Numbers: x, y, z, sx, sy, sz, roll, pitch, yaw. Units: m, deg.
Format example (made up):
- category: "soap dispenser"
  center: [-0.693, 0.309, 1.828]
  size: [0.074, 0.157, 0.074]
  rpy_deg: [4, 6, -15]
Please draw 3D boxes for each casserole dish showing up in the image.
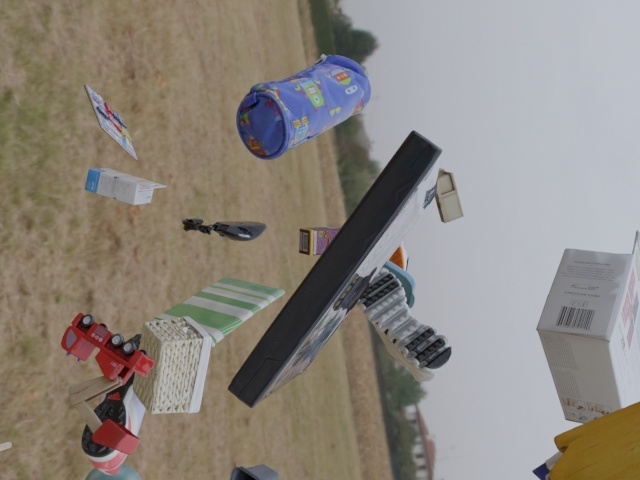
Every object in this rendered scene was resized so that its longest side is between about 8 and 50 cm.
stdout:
- category: "casserole dish"
  center: [0.160, 0.096, 1.586]
  size: [0.188, 0.037, 0.114]
  rpy_deg: [33, -46, 29]

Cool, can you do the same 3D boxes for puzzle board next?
- category: "puzzle board"
  center: [-0.363, -0.206, 1.148]
  size: [0.096, 0.011, 0.128]
  rpy_deg: [62, 2, 22]

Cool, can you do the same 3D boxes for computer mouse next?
- category: "computer mouse"
  center: [-0.313, -0.032, 2.100]
  size: [0.262, 0.184, 0.060]
  rpy_deg: [-3, 101, -43]

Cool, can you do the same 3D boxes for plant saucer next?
- category: "plant saucer"
  center: [-0.584, 0.720, 1.829]
  size: [0.037, 0.195, 0.195]
  rpy_deg: [11, 70, -82]

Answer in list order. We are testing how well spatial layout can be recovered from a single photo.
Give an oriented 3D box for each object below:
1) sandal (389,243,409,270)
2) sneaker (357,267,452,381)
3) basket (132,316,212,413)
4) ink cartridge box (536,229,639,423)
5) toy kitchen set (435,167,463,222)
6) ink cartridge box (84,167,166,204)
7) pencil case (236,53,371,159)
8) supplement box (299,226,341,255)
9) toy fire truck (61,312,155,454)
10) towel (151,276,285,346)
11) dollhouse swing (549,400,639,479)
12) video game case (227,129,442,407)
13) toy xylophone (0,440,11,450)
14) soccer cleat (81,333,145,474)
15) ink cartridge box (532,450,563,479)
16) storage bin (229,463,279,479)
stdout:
- category: "sandal"
  center: [0.216, 0.045, 1.926]
  size: [0.076, 0.102, 0.265]
  rpy_deg: [35, 54, -50]
- category: "sneaker"
  center: [0.149, 0.171, 1.365]
  size: [0.292, 0.110, 0.118]
  rpy_deg: [54, -20, 27]
- category: "basket"
  center: [-0.292, 0.245, 1.279]
  size: [0.113, 0.103, 0.167]
  rpy_deg: [27, -70, 49]
- category: "ink cartridge box"
  center: [0.549, 0.171, 1.281]
  size: [0.272, 0.130, 0.309]
  rpy_deg: [-57, 135, -32]
- category: "toy kitchen set"
  center: [0.173, -0.069, 1.049]
  size: [0.083, 0.068, 0.075]
  rpy_deg: [-135, -154, -74]
- category: "ink cartridge box"
  center: [-0.515, -0.139, 1.739]
  size: [0.104, 0.180, 0.060]
  rpy_deg: [-33, 140, -77]
- category: "pencil case"
  center: [-0.026, -0.255, 1.204]
  size: [0.306, 0.119, 0.133]
  rpy_deg: [-39, 103, -47]
- category: "supplement box"
  center: [0.000, 0.000, 1.370]
  size: [0.043, 0.083, 0.055]
  rpy_deg: [12, -78, 52]
- category: "toy fire truck"
  center: [-0.311, 0.200, 0.934]
  size: [0.135, 0.192, 0.047]
  rpy_deg: [-57, 155, -17]
- category: "towel"
  center: [-0.297, 0.201, 1.920]
  size: [0.325, 0.247, 0.038]
  rpy_deg: [-33, 125, -50]
- category: "dollhouse swing"
  center: [0.517, 0.409, 0.810]
  size: [0.305, 0.315, 0.347]
  rpy_deg: [57, 16, -17]
- category: "video game case"
  center: [0.030, 0.034, 0.673]
  size: [0.035, 0.275, 0.248]
  rpy_deg: [36, 2, 9]
- category: "toy xylophone"
  center: [-0.508, 0.419, 0.934]
  size: [0.323, 0.081, 0.236]
  rpy_deg: [67, 11, -76]
- category: "soccer cleat"
  center: [-0.421, 0.346, 1.422]
  size: [0.318, 0.108, 0.116]
  rpy_deg: [-79, 174, -45]
- category: "ink cartridge box"
  center: [0.613, 0.537, 1.425]
  size: [0.223, 0.224, 0.045]
  rpy_deg: [42, 32, 10]
- category: "storage bin"
  center: [-0.155, 0.571, 1.479]
  size: [0.091, 0.098, 0.135]
  rpy_deg: [4, 102, -54]
